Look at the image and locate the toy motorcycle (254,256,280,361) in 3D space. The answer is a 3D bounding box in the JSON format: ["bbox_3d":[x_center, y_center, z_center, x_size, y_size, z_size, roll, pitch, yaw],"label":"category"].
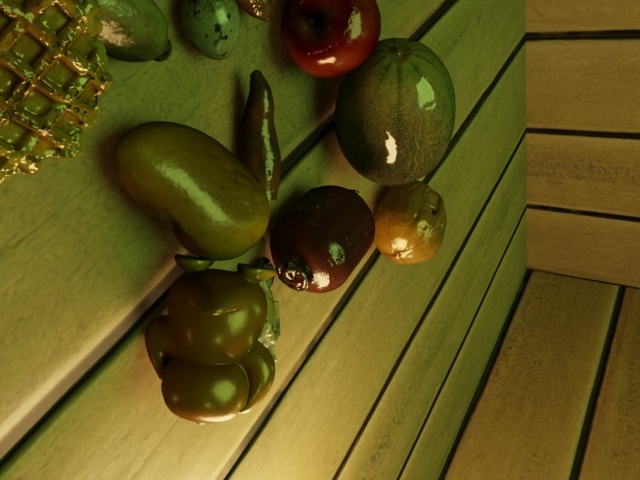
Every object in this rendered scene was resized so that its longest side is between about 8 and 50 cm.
[{"bbox_3d":[-0.120,0.140,1.060,0.151,0.074,0.229,16,74,-67],"label":"toy motorcycle"}]

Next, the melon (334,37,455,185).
[{"bbox_3d":[0.152,-0.260,1.216,0.249,0.248,0.329,-59,161,-31],"label":"melon"}]

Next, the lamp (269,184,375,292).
[{"bbox_3d":[0.000,0.000,1.149,0.258,0.180,0.180,-49,138,-38],"label":"lamp"}]

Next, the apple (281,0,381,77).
[{"bbox_3d":[0.021,-0.378,1.051,0.168,0.180,0.181,3,97,-65],"label":"apple"}]

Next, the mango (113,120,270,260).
[{"bbox_3d":[-0.180,-0.071,0.842,0.262,0.130,0.167,42,38,-38],"label":"mango"}]

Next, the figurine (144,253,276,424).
[{"bbox_3d":[-0.162,0.144,0.892,0.215,0.215,0.228,-26,132,-54],"label":"figurine"}]

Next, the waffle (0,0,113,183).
[{"bbox_3d":[-0.334,-0.175,0.563,0.291,0.051,0.291,-23,135,-25],"label":"waffle"}]

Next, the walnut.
[{"bbox_3d":[0.229,-0.045,1.495,0.226,0.193,0.193,-52,140,-38],"label":"walnut"}]

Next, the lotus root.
[{"bbox_3d":[-0.246,-0.267,0.723,0.183,0.090,0.077,21,53,-61],"label":"lotus root"}]

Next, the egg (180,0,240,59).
[{"bbox_3d":[-0.158,-0.317,0.858,0.085,0.085,0.110,-58,151,-32],"label":"egg"}]

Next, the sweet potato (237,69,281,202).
[{"bbox_3d":[-0.101,-0.163,1.006,0.077,0.077,0.244,-16,112,-57],"label":"sweet potato"}]

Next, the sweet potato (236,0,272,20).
[{"bbox_3d":[-0.161,-0.427,0.812,0.341,0.092,0.114,12,105,-59],"label":"sweet potato"}]
